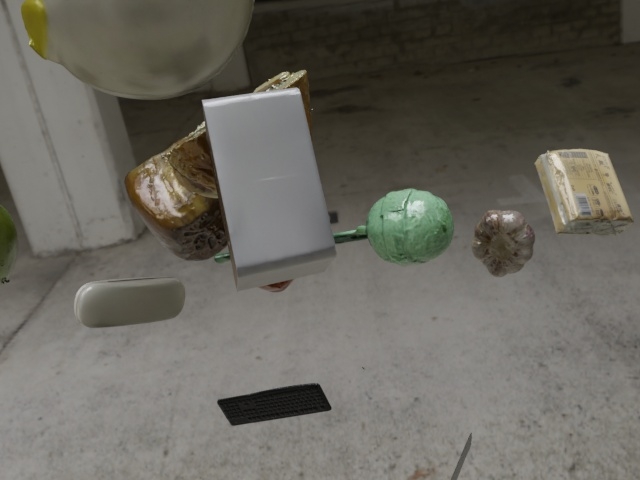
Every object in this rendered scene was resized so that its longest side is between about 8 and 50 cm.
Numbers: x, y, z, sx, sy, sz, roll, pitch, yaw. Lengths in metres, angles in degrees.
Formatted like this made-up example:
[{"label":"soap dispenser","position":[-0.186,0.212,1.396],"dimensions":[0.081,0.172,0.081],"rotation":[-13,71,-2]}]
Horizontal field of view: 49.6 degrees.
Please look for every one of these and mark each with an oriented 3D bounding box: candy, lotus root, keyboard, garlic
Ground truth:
[{"label":"candy","position":[0.000,0.000,1.100],"dimensions":[0.439,0.119,0.119],"rotation":[-8,20,32]},{"label":"lotus root","position":[-0.318,-0.084,1.817],"dimensions":[0.316,0.316,0.250],"rotation":[-18,47,-17]},{"label":"keyboard","position":[-0.064,0.386,1.675],"dimensions":[0.381,0.104,0.041],"rotation":[-17,31,13]},{"label":"garlic","position":[0.424,0.001,1.612],"dimensions":[0.147,0.159,0.102],"rotation":[-12,13,20]}]

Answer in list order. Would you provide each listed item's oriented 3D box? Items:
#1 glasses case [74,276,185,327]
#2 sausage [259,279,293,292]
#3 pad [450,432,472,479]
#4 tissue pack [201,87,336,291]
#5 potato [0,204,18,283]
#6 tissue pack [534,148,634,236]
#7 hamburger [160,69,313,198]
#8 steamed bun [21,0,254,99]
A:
[{"label":"glasses case","position":[-0.330,0.107,1.215],"dimensions":[0.204,0.081,0.051],"rotation":[0,12,-43]},{"label":"sausage","position":[-0.129,0.013,1.824],"dimensions":[0.141,0.153,0.268],"rotation":[-29,51,31]},{"label":"pad","position":[0.322,0.610,1.710],"dimensions":[0.004,0.181,0.267],"rotation":[20,69,21]},{"label":"tissue pack","position":[-0.075,-0.068,0.976],"dimensions":[0.135,0.246,0.159],"rotation":[-11,-11,-9]},{"label":"potato","position":[-0.693,0.013,1.340],"dimensions":[0.215,0.216,0.304],"rotation":[-22,5,-25]},{"label":"tissue pack","position":[0.644,-0.120,1.700],"dimensions":[0.186,0.090,0.222],"rotation":[0,58,-15]},{"label":"hamburger","position":[-0.119,-0.178,1.372],"dimensions":[0.330,0.209,0.162],"rotation":[-38,23,-18]},{"label":"steamed bun","position":[-0.257,-0.392,1.021],"dimensions":[0.333,0.374,0.334],"rotation":[3,-18,1]}]
